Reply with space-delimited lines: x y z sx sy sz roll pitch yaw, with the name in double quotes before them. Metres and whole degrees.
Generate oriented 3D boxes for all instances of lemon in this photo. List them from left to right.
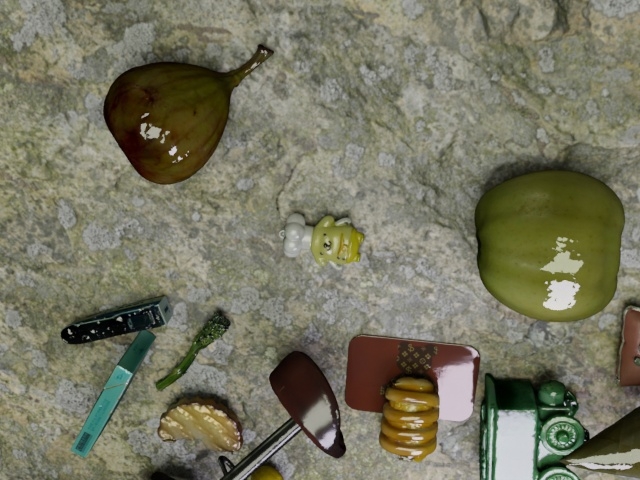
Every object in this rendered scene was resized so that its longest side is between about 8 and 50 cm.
"lemon" -0.111 0.520 1.723 0.092 0.065 0.065 39 109 -3

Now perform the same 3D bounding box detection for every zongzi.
"zongzi" 0.643 0.315 1.436 0.360 0.160 0.323 6 128 -19

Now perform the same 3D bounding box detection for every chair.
"chair" -0.112 0.415 1.566 0.401 0.226 0.226 -42 101 0

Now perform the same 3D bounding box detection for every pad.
"pad" 0.186 0.283 1.638 0.267 0.004 0.181 5 111 4

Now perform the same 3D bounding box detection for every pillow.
"pillow" 0.661 0.208 1.523 0.179 0.075 0.171 0 112 4

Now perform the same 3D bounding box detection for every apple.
"apple" 0.403 0.013 1.403 0.279 0.279 0.279 2 110 5

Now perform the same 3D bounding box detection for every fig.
"fig" -0.212 -0.242 1.410 0.320 0.217 0.217 -31 105 -7

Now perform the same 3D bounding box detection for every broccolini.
"broccolini" -0.266 0.233 1.651 0.239 0.051 0.054 -48 55 24

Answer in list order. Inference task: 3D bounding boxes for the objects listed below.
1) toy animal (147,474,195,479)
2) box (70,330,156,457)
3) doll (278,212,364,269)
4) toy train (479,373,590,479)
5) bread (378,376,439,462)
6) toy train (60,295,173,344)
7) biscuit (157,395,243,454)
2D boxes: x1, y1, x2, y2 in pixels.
"toy animal" -0.309 0.614 1.725 0.187 0.165 0.235 -37 100 14
"box" -0.419 0.307 1.624 0.041 0.162 0.229 30 111 -6
"doll" 0.000 0.000 1.523 0.162 0.062 0.106 10 106 3
"toy train" 0.417 0.400 1.583 0.201 0.145 0.266 1 110 9
"bread" 0.181 0.364 1.624 0.119 0.084 0.177 4 107 4
"toy train" -0.419 0.166 1.633 0.233 0.051 0.052 -14 108 14
"biscuit" -0.244 0.380 1.689 0.183 0.061 0.118 16 109 -2
